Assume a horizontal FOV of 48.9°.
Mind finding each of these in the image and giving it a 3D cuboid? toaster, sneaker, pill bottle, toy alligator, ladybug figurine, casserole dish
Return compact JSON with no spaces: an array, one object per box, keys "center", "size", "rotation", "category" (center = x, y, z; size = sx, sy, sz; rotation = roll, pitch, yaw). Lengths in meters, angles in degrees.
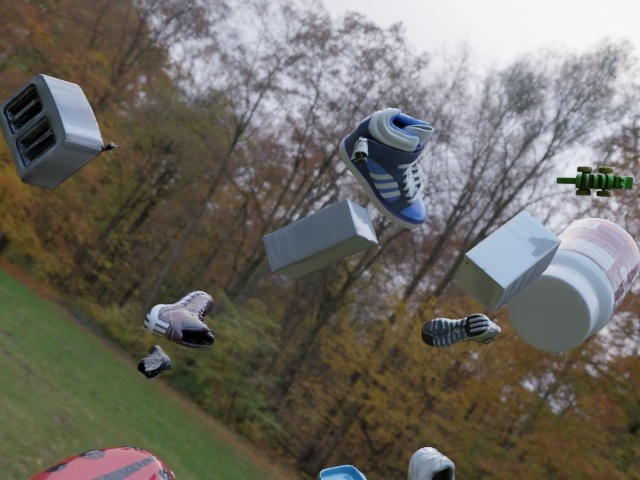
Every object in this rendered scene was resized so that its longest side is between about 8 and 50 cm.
[{"center":[-0.520,-0.211,1.366],"size":[0.168,0.185,0.110],"rotation":[64,21,14],"category":"toaster"},{"center":[0.219,-0.187,1.778],"size":[0.323,0.130,0.236],"rotation":[47,-43,-13],"category":"sneaker"},{"center":[-0.330,0.226,1.875],"size":[0.162,0.106,0.281],"rotation":[24,18,20],"category":"sneaker"},{"center":[0.607,0.102,1.684],"size":[0.224,0.392,0.224],"rotation":[15,-64,32],"category":"pill bottle"},{"center":[0.209,0.512,1.315],"size":[0.090,0.232,0.115],"rotation":[4,-10,-16],"category":"sneaker"},{"center":[0.542,-0.109,1.315],"size":[0.189,0.056,0.051],"rotation":[4,6,13],"category":"toy alligator"},{"center":[-0.443,0.530,1.367],"size":[0.305,0.162,0.449],"rotation":[30,21,22],"category":"ladybug figurine"},{"center":[0.098,-0.215,1.704],"size":[0.040,0.044,0.109],"rotation":[8,-12,-6],"category":"sneaker"},{"center":[0.407,0.269,1.996],"size":[0.132,0.086,0.228],"rotation":[23,-26,-40],"category":"sneaker"},{"center":[0.066,0.737,2.114],"size":[0.188,0.037,0.114],"rotation":[8,33,-46],"category":"casserole dish"},{"center":[-0.490,0.350,2.029],"size":[0.170,0.089,0.051],"rotation":[21,-65,54],"category":"sneaker"}]

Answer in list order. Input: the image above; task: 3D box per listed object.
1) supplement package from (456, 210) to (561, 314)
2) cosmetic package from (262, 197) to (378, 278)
[{"center":[0.379,0.044,1.424],"size":[0.105,0.179,0.105],"rotation":[45,-25,25],"category":"supplement package"},{"center":[0.000,0.000,1.658],"size":[0.127,0.238,0.107],"rotation":[26,42,-62],"category":"cosmetic package"}]
